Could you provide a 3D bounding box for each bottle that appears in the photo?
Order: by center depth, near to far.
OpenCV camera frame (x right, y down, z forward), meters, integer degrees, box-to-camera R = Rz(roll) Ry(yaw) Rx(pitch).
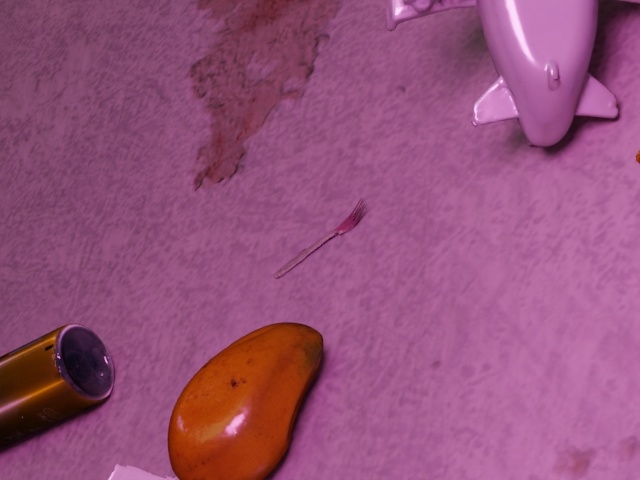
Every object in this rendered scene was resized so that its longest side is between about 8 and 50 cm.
[{"bbox_3d":[-0.331,0.167,1.842,0.286,0.082,0.082,-25,41,30],"label":"bottle"}]

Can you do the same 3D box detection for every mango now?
[{"bbox_3d":[-0.066,0.137,1.570,0.115,0.089,0.165,-7,49,43],"label":"mango"}]

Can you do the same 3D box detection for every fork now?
[{"bbox_3d":[0.001,0.000,1.699,0.115,0.012,0.016,-40,31,21],"label":"fork"}]

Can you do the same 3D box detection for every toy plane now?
[{"bbox_3d":[0.175,-0.198,1.537,0.244,0.245,0.117,-53,0,-6],"label":"toy plane"}]

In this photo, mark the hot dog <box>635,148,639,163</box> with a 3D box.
[{"bbox_3d":[0.311,-0.100,1.417,0.165,0.045,0.071,-35,38,18],"label":"hot dog"}]

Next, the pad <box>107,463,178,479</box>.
[{"bbox_3d":[-0.188,0.302,1.621,0.156,0.004,0.232,4,60,50],"label":"pad"}]
